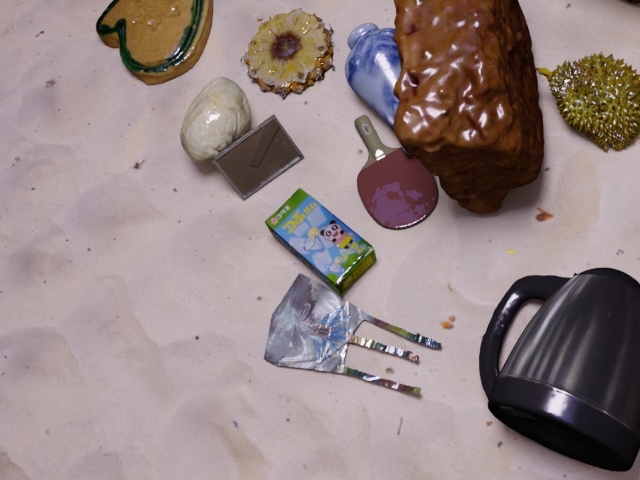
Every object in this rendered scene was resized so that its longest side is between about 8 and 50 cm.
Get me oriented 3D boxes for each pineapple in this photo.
[{"bbox_3d":[-0.068,-0.395,1.436,0.221,0.047,0.221,-7,69,17],"label":"pineapple"}]

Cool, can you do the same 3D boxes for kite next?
[{"bbox_3d":[0.043,0.181,1.205,0.309,0.015,0.169,21,77,27],"label":"kite"}]

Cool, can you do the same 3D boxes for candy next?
[{"bbox_3d":[0.000,0.000,1.255,0.097,0.062,0.194,-45,64,-9],"label":"candy"}]

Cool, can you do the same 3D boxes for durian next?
[{"bbox_3d":[0.460,-0.252,1.161,0.208,0.102,0.147,28,83,4],"label":"durian"}]

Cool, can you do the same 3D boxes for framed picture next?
[{"bbox_3d":[-0.119,-0.158,1.336,0.149,0.109,0.011,-35,34,3],"label":"framed picture"}]

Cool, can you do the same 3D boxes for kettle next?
[{"bbox_3d":[0.382,0.167,1.026,0.207,0.251,0.271,30,73,-5],"label":"kettle"}]

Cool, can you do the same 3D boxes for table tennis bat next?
[{"bbox_3d":[0.125,-0.132,1.294,0.138,0.022,0.247,-27,67,6],"label":"table tennis bat"}]

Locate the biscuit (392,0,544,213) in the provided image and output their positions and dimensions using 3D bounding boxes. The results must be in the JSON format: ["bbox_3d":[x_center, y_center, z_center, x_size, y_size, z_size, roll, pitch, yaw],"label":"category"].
[{"bbox_3d":[0.246,-0.276,1.124,0.166,0.342,0.396,-9,68,26],"label":"biscuit"}]

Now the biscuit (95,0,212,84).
[{"bbox_3d":[-0.378,-0.513,1.572,0.287,0.057,0.344,-4,69,17],"label":"biscuit"}]

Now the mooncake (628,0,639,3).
[{"bbox_3d":[0.477,-0.553,1.192,0.174,0.333,0.326,-63,33,11],"label":"mooncake"}]

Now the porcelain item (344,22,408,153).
[{"bbox_3d":[0.134,-0.286,1.284,0.141,0.141,0.259,-29,72,6],"label":"porcelain item"}]

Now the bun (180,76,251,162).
[{"bbox_3d":[-0.204,-0.232,1.369,0.164,0.111,0.188,-42,28,20],"label":"bun"}]
